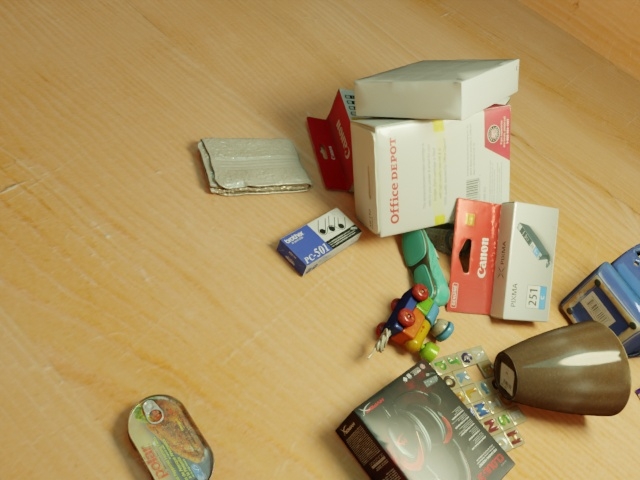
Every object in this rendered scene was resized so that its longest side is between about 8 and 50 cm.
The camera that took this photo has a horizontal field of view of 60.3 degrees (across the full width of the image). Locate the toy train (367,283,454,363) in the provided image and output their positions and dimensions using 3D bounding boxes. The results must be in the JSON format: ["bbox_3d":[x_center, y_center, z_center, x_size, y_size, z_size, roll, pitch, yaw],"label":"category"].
[{"bbox_3d":[0.203,0.224,1.233,0.143,0.105,0.248,42,48,-3],"label":"toy train"}]

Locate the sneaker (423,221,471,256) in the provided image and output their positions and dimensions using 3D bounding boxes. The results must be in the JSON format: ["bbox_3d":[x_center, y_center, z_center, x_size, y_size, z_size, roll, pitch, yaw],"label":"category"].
[{"bbox_3d":[0.418,-0.032,1.515,0.297,0.111,0.129,4,41,-5],"label":"sneaker"}]

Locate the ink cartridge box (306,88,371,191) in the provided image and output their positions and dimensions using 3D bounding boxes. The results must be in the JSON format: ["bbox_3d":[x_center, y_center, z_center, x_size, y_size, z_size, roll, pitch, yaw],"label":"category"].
[{"bbox_3d":[0.126,-0.288,1.603,0.272,0.130,0.309,1,52,-22],"label":"ink cartridge box"}]

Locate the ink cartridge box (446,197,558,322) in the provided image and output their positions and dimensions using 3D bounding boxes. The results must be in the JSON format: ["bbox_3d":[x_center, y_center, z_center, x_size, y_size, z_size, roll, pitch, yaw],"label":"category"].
[{"bbox_3d":[0.461,0.049,1.389,0.261,0.066,0.296,6,88,-17],"label":"ink cartridge box"}]

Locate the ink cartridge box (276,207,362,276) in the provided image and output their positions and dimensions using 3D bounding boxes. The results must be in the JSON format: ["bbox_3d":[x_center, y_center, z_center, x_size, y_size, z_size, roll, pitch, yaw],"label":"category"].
[{"bbox_3d":[0.000,0.000,1.366,0.207,0.046,0.097,-31,66,-38],"label":"ink cartridge box"}]

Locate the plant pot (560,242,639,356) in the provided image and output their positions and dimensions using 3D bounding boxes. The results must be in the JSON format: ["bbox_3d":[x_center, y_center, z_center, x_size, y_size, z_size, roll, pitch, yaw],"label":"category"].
[{"bbox_3d":[0.788,0.170,1.423,0.212,0.236,0.236,-13,58,-23],"label":"plant pot"}]

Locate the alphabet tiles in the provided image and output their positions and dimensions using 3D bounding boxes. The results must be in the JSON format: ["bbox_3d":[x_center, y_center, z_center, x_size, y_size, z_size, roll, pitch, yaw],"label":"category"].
[{"bbox_3d":[0.347,0.359,1.230,0.198,0.009,0.237,-9,55,-28],"label":"alphabet tiles"}]

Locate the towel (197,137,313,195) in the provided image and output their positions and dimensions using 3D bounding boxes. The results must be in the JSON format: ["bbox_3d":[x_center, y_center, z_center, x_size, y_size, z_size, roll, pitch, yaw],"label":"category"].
[{"bbox_3d":[-0.175,-0.202,1.465,0.282,0.049,0.187,-6,55,-27],"label":"towel"}]

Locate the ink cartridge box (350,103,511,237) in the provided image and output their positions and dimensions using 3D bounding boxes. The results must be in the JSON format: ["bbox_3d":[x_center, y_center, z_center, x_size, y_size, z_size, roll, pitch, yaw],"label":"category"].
[{"bbox_3d":[0.283,-0.193,1.426,0.385,0.279,0.160,-12,22,-17],"label":"ink cartridge box"}]

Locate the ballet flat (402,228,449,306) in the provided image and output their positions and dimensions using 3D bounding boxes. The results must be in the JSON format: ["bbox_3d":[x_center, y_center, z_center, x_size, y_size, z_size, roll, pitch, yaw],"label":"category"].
[{"bbox_3d":[0.271,0.068,1.410,0.087,0.083,0.247,25,42,-35],"label":"ballet flat"}]

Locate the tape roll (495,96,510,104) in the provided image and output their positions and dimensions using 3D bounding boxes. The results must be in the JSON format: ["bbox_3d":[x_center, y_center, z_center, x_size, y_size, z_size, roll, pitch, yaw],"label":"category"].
[{"bbox_3d":[0.450,-0.337,1.672,0.100,0.286,0.286,37,48,9],"label":"tape roll"}]

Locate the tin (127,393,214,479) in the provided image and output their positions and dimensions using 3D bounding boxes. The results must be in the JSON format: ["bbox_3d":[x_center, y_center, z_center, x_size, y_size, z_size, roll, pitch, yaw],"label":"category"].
[{"bbox_3d":[-0.263,0.359,0.963,0.106,0.040,0.189,-21,62,-39],"label":"tin"}]

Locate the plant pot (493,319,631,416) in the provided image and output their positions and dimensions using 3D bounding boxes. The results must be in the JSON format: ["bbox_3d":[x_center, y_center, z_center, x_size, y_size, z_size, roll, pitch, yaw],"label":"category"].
[{"bbox_3d":[0.521,0.296,1.239,0.231,0.215,0.215,-3,52,-10],"label":"plant pot"}]

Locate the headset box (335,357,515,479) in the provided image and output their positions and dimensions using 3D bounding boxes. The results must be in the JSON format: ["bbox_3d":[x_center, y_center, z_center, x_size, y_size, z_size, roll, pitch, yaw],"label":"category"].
[{"bbox_3d":[0.209,0.410,1.060,0.218,0.110,0.293,-24,63,-36],"label":"headset box"}]

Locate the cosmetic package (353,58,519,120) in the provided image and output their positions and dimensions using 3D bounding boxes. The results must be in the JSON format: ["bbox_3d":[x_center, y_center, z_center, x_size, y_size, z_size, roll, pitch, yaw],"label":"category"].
[{"bbox_3d":[0.306,-0.394,1.411,0.285,0.097,0.377,10,28,36],"label":"cosmetic package"}]

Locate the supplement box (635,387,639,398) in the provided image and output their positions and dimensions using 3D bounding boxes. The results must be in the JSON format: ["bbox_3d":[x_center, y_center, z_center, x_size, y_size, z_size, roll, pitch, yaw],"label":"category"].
[{"bbox_3d":[0.890,0.432,1.318,0.114,0.111,0.220,-1,53,-24],"label":"supplement box"}]
